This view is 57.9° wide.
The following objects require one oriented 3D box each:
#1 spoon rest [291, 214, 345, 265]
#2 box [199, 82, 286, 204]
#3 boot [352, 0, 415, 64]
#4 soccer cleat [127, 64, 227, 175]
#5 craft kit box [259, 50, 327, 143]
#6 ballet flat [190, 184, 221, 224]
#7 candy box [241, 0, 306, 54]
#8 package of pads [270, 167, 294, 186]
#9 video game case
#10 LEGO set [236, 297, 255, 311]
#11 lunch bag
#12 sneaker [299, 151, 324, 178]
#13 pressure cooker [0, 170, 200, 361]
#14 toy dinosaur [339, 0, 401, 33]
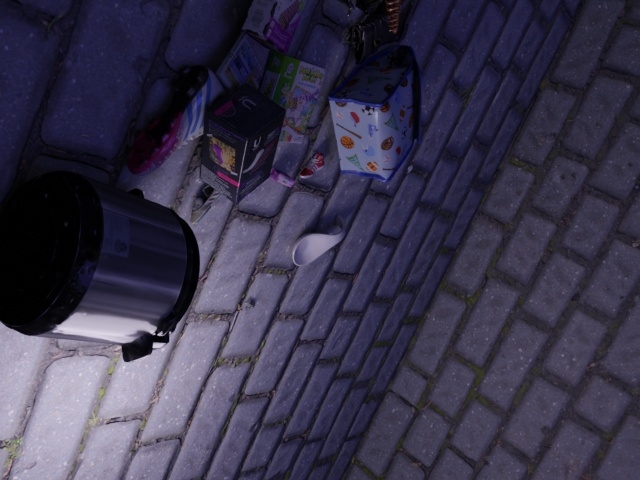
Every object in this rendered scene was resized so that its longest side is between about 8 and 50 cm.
[{"bbox_3d":[0.000,0.000,2.181,0.276,0.084,0.137,-35,140,-31],"label":"spoon rest"},{"bbox_3d":[-0.216,-0.256,1.562,0.165,0.143,0.270,-46,168,-36],"label":"box"},{"bbox_3d":[0.194,-0.715,1.859,0.229,0.091,0.262,-34,141,-32],"label":"boot"},{"bbox_3d":[-0.355,-0.287,1.481,0.331,0.116,0.143,-56,146,-3],"label":"soccer cleat"},{"bbox_3d":[-0.097,-0.416,1.720,0.250,0.061,0.246,-13,124,-61],"label":"craft kit box"},{"bbox_3d":[-0.338,-0.122,1.702,0.052,0.057,0.168,46,73,-27],"label":"ballet flat"},{"bbox_3d":[-0.100,-0.613,1.471,0.233,0.071,0.159,-69,164,9],"label":"candy box"},{"bbox_3d":[-0.127,-0.206,1.889,0.083,0.050,0.032,19,106,-55],"label":"package of pads"},{"bbox_3d":[-0.189,-0.466,1.574,0.193,0.023,0.212,-61,159,-12],"label":"video game case"},{"bbox_3d":[-0.263,0.240,2.090,0.083,0.023,0.054,-30,137,-35],"label":"LEGO set"},{"bbox_3d":[0.227,-0.446,1.997,0.385,0.239,0.327,-53,149,-36],"label":"lunch bag"},{"bbox_3d":[-0.029,-0.262,1.976,0.118,0.042,0.067,-40,146,-37],"label":"sneaker"},{"bbox_3d":[-0.492,0.066,1.357,0.420,0.376,0.369,22,95,-55],"label":"pressure cooker"},{"bbox_3d":[0.156,-0.750,1.657,0.164,0.219,0.321,25,54,-41],"label":"toy dinosaur"}]
